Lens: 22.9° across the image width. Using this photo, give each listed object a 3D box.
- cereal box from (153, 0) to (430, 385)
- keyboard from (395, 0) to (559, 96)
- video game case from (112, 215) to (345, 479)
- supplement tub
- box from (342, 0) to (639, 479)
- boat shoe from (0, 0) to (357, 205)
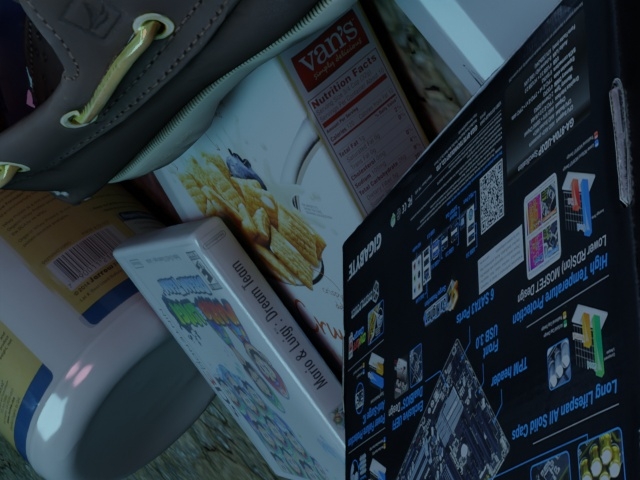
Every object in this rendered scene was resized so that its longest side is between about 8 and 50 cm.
[{"bbox_3d":[0.000,0.000,0.648,0.173,0.047,0.240,19,144,55],"label":"cereal box"},{"bbox_3d":[0.091,-0.024,0.477,0.256,0.014,0.072,50,155,-3],"label":"keyboard"},{"bbox_3d":[-0.031,0.055,0.716,0.143,0.019,0.157,55,162,-9],"label":"video game case"},{"bbox_3d":[-0.154,0.024,0.871,0.199,0.144,0.144,41,158,22],"label":"supplement tub"},{"bbox_3d":[0.059,0.050,0.432,0.220,0.051,0.175,130,142,-65],"label":"box"},{"bbox_3d":[-0.065,-0.095,0.476,0.117,0.096,0.324,66,151,9],"label":"boat shoe"}]
